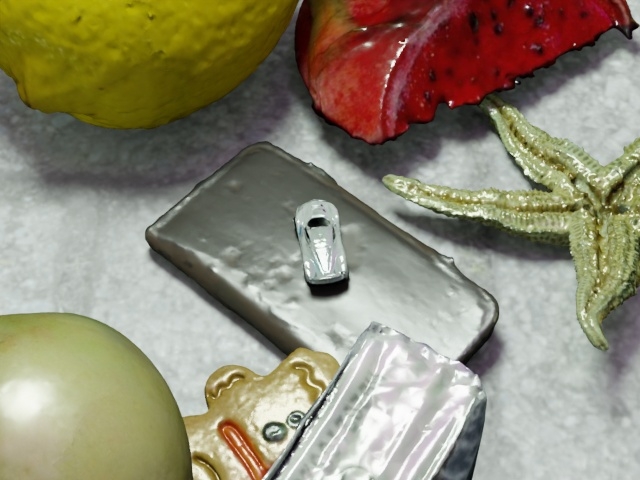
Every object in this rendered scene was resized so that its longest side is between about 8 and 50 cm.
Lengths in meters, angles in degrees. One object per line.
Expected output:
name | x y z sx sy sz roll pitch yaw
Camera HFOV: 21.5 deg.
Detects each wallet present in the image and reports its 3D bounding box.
wallet | 0.002 0.033 1.501 0.309 0.042 0.165 36 63 25

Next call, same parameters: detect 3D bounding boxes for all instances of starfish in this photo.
starfish | 0.257 -0.049 1.541 0.347 0.078 0.358 -26 45 -13

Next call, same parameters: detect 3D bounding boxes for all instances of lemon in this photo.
lemon | -0.171 -0.267 1.561 0.336 0.336 0.336 0 53 0

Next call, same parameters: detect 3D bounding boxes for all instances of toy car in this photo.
toy car | 0.000 0.000 1.483 0.041 0.025 0.093 -9 55 -4

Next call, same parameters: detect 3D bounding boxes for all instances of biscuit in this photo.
biscuit | -0.065 0.180 1.377 0.225 0.036 0.166 -28 62 -10

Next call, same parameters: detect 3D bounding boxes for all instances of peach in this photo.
peach | -0.241 0.190 1.255 0.292 0.247 0.292 -1 57 2

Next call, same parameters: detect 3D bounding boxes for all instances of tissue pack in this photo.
tissue pack | 0.008 0.254 1.138 0.122 0.361 0.259 24 58 17

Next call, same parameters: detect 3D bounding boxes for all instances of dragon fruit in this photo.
dragon fruit | 0.104 -0.242 1.658 0.343 0.100 0.282 -29 47 -24
